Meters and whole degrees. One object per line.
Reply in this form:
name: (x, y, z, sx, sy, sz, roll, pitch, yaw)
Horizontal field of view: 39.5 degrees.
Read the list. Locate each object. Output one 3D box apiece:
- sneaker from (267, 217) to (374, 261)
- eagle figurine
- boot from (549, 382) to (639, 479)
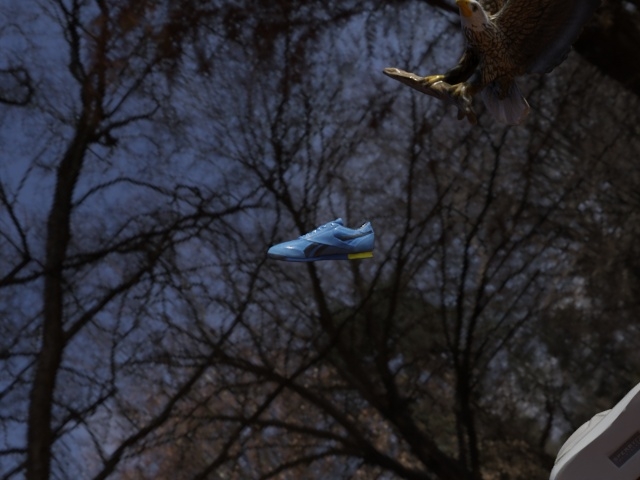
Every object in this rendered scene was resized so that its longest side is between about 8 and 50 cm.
sneaker: (0.000, 0.000, 1.705, 0.209, 0.069, 0.082, -4, -85, -10)
eagle figurine: (0.256, -0.322, 1.277, 0.298, 0.226, 0.225, -58, -3, 4)
boot: (0.365, 0.203, 1.015, 0.258, 0.095, 0.123, -41, -5, 14)
